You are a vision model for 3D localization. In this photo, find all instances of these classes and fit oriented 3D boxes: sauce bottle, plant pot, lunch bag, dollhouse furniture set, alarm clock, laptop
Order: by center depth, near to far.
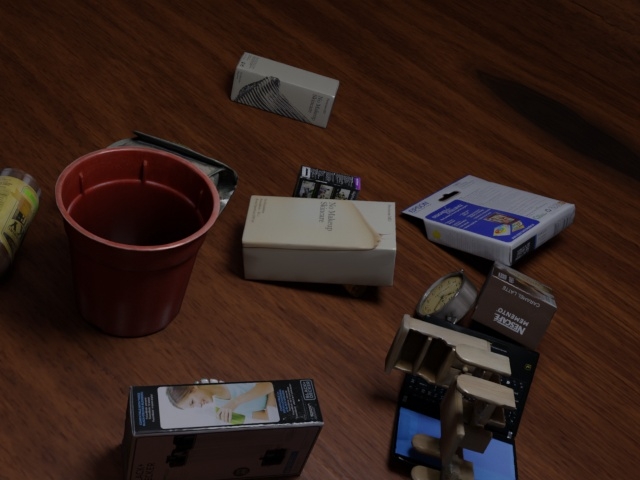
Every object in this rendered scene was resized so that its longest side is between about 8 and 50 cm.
[{"bbox_3d":[0.195,0.254,1.243,0.161,0.212,0.242,17,30,-2],"label":"dollhouse furniture set"},{"bbox_3d":[0.269,0.293,1.359,0.234,0.136,0.264,19,82,0],"label":"laptop"},{"bbox_3d":[-0.337,0.016,1.360,0.273,0.265,0.272,10,42,-9],"label":"plant pot"},{"bbox_3d":[-0.616,0.006,1.393,0.112,0.111,0.344,11,43,-9],"label":"sauce bottle"},{"bbox_3d":[0.262,0.136,1.538,0.064,0.129,0.192,47,21,-10],"label":"alarm clock"},{"bbox_3d":[-0.331,-0.123,1.598,0.235,0.168,0.287,21,33,9],"label":"lunch bag"},{"bbox_3d":[0.045,0.068,1.612,0.042,0.042,0.128,-23,53,-38],"label":"sauce bottle"}]

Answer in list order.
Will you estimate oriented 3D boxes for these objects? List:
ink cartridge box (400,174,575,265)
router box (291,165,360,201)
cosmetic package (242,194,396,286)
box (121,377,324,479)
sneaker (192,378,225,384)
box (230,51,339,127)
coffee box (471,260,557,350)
[{"bbox_3d":[0.408,-0.056,1.836,0.307,0.072,0.304,19,34,40],"label":"ink cartridge box"},{"bbox_3d":[0.000,-0.071,1.645,0.133,0.178,0.046,12,43,-8],"label":"router box"},{"bbox_3d":[0.000,0.000,1.570,0.310,0.113,0.160,2,42,2],"label":"cosmetic package"},{"bbox_3d":[-0.158,0.303,1.180,0.290,0.169,0.087,2,45,-20],"label":"box"},{"bbox_3d":[-0.142,0.288,1.295,0.167,0.065,0.076,6,58,-9],"label":"sneaker"},{"bbox_3d":[-0.097,-0.408,2.042,0.275,0.113,0.094,16,41,0],"label":"box"},{"bbox_3d":[0.398,0.127,1.547,0.141,0.098,0.246,27,11,12],"label":"coffee box"}]
